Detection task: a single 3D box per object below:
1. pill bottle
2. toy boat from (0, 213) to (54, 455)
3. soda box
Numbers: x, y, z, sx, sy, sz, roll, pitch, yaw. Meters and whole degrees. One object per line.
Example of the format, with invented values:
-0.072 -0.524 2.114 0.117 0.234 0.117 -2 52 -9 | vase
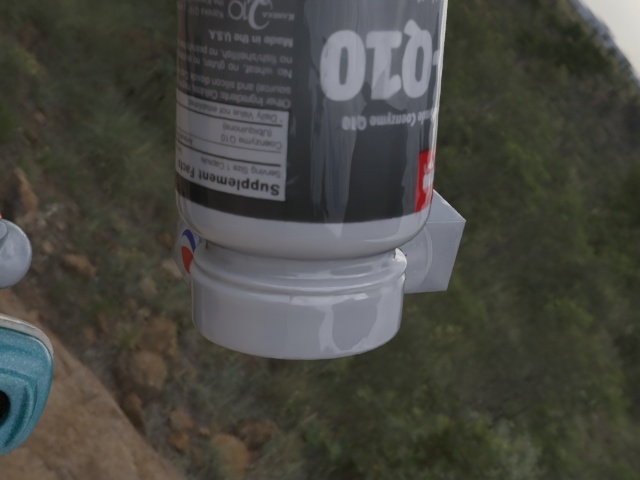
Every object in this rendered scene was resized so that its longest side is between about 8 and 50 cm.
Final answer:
-0.007 -0.083 0.664 0.161 0.161 0.283 -64 158 -72 | pill bottle
-0.369 0.105 1.084 0.267 0.318 0.148 1 27 -42 | toy boat
0.000 0.000 1.126 0.286 0.091 0.098 -3 32 -26 | soda box
